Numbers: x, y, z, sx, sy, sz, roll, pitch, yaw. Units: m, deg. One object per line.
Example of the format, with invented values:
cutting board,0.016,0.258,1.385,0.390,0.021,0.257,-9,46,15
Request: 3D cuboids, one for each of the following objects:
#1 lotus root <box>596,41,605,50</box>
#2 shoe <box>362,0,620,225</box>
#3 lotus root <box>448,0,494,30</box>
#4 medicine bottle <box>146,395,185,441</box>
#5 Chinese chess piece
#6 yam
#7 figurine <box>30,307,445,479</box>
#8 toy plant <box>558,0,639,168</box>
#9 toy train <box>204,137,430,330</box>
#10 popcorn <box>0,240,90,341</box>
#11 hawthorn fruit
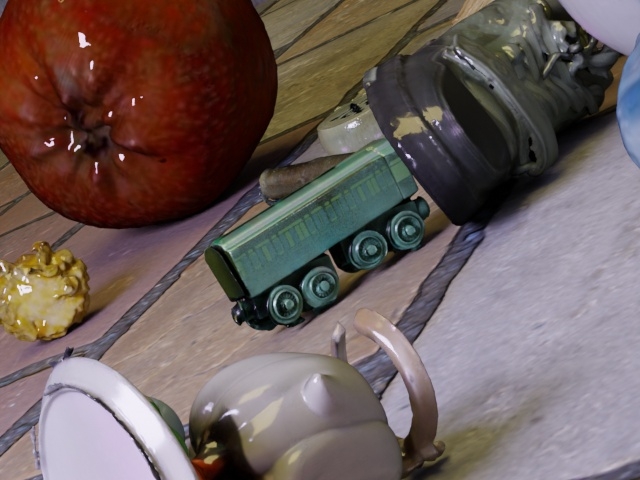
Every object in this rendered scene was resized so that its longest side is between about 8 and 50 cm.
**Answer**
lotus root,0.224,-0.160,1.285,0.083,0.037,0.030,-20,11,36
shoe,0.123,-0.104,1.102,0.149,0.109,0.293,-30,9,13
lotus root,0.165,-0.176,1.345,0.135,0.095,0.159,-47,13,30
medicine bottle,-0.095,0.112,0.862,0.047,0.047,0.083,-26,12,10
Chinese chess piece,0.037,-0.100,1.462,0.084,0.034,0.084,-27,13,7
yam,0.003,-0.050,1.362,0.027,0.033,0.129,-3,-4,-43
figurine,-0.023,0.081,0.693,0.153,0.132,0.132,-23,7,-33
toy plant,0.229,-0.155,0.891,0.247,0.247,0.332,-26,19,13
toy train,0.000,0.000,1.049,0.148,0.071,0.038,-33,12,-22
popcorn,-0.224,0.041,1.366,0.082,0.083,0.057,-54,13,4
hawthorn fruit,-0.165,-0.146,1.586,0.275,0.275,0.299,-22,-1,27
